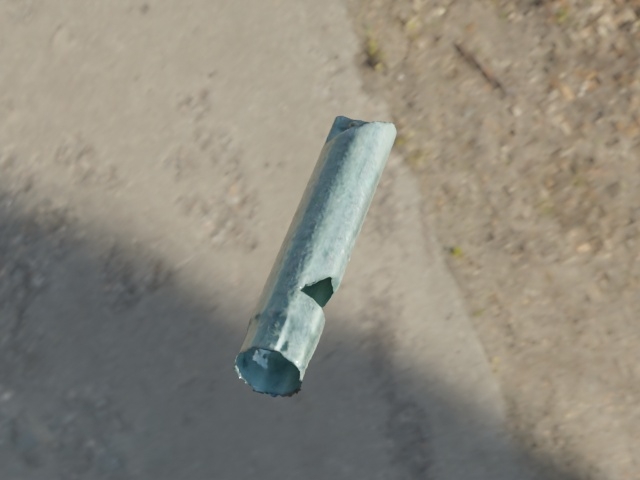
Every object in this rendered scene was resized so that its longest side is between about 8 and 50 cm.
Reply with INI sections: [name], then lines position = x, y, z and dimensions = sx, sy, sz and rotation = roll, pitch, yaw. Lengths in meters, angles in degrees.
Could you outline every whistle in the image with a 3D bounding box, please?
[whistle]
position = 0.000, 0.000, 1.430
dimensions = 0.062, 0.062, 0.312
rotation = 32, 47, -12
